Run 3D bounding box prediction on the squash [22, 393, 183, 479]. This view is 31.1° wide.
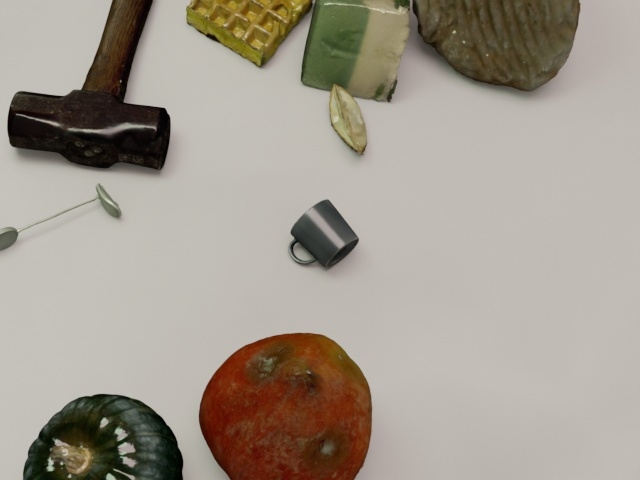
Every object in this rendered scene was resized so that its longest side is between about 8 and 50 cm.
[{"bbox_3d":[-0.279,0.303,1.476,0.218,0.172,0.218,2,60,-4],"label":"squash"}]

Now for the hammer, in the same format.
[{"bbox_3d":[-0.330,-0.301,1.827,0.242,0.095,0.409,10,61,0],"label":"hammer"}]

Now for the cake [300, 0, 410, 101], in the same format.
[{"bbox_3d":[0.073,-0.397,1.869,0.158,0.172,0.284,12,61,-2],"label":"cake"}]

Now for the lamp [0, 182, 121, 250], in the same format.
[{"bbox_3d":[-0.395,-0.022,1.698,0.198,0.050,0.056,-27,70,-18],"label":"lamp"}]

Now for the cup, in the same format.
[{"bbox_3d":[0.000,0.000,1.718,0.100,0.078,0.077,-44,77,12],"label":"cup"}]

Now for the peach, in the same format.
[{"bbox_3d":[-0.037,0.228,1.493,0.232,0.257,0.232,2,67,-5],"label":"peach"}]

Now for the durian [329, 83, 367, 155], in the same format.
[{"bbox_3d":[0.050,-0.190,1.818,0.052,0.066,0.130,-16,75,-13],"label":"durian"}]

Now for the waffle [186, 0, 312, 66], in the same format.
[{"bbox_3d":[-0.099,-0.405,1.918,0.160,0.055,0.211,33,64,12],"label":"waffle"}]

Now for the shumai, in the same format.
[{"bbox_3d":[0.303,-0.416,1.915,0.314,0.267,0.262,57,27,-13],"label":"shumai"}]
